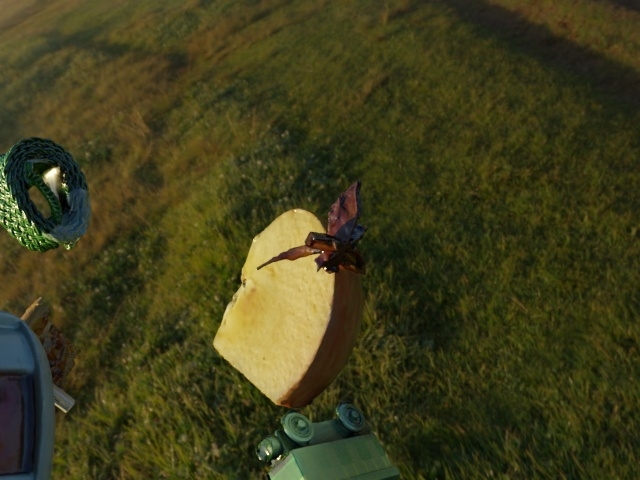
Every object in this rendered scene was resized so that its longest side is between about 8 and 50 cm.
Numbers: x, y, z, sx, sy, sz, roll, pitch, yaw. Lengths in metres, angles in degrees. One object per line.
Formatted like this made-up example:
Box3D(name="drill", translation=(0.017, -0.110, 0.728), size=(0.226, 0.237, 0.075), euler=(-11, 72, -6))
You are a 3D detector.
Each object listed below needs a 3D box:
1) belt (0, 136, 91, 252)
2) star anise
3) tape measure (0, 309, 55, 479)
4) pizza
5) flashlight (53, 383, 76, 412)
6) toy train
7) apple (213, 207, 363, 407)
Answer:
Box3D(name="belt", translation=(-0.360, -0.060, 0.800), size=(0.079, 0.152, 0.121), euler=(-18, 1, 30))
Box3D(name="star anise", translation=(-0.006, 0.001, 0.925), size=(0.144, 0.159, 0.140), euler=(13, 38, 35))
Box3D(name="tape measure", translation=(-0.293, 0.179, 0.489), size=(0.243, 0.125, 0.246), euler=(-30, 57, 38))
Box3D(name="pizza", translation=(-0.675, 0.322, 1.443), size=(0.073, 0.182, 0.366), euler=(-3, 72, 48))
Box3D(name="flashlight", translation=(-0.372, 0.201, 0.825), size=(0.018, 0.083, 0.018), euler=(-46, 16, -1))
Box3D(name="toy train", translation=(0.013, 0.450, 1.246), size=(0.120, 0.300, 0.202), euler=(-51, 52, 28))
Box3D(name="apple", translation=(-0.039, 0.111, 1.099), size=(0.309, 0.252, 0.314), euler=(-61, 2, 2))
